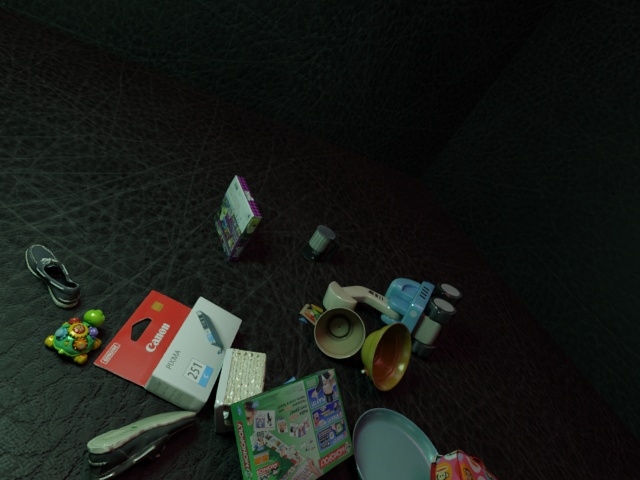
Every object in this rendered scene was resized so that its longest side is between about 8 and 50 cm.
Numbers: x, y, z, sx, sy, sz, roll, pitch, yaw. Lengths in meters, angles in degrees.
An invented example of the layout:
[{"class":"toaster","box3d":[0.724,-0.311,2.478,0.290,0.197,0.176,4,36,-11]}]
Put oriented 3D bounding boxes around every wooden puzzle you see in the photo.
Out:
[{"class":"wooden puzzle","box3d":[-0.031,0.255,1.490,0.078,0.014,0.116,33,28,-3]}]

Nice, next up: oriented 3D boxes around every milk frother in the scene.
[{"class":"milk frother","box3d":[0.000,0.000,1.791,0.129,0.135,0.143,16,33,-33]}]

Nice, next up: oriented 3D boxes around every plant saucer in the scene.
[{"class":"plant saucer","box3d":[0.212,0.613,1.166,0.317,0.044,0.318,27,29,-16]}]

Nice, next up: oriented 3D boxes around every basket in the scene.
[{"class":"basket","box3d":[-0.187,0.358,1.025,0.103,0.113,0.167,6,34,-4]}]

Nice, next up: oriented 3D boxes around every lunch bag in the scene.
[{"class":"lunch bag","box3d":[0.409,0.690,1.114,0.293,0.120,0.258,44,29,-17]}]

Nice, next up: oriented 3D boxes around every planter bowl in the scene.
[{"class":"planter bowl","box3d":[0.193,0.357,1.364,0.090,0.217,0.217,9,6,42]},{"class":"planter bowl","box3d":[0.063,0.292,1.408,0.162,0.162,0.109,36,1,2]}]

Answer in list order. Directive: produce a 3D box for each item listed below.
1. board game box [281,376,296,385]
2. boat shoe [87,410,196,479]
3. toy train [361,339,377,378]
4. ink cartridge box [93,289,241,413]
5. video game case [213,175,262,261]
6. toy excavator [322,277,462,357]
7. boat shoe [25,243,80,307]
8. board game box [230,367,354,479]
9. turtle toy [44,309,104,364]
[{"class":"board game box","box3d":[-0.056,0.472,1.098,0.211,0.039,0.160,45,30,20]},{"class":"boat shoe","box3d":[-0.352,0.405,0.868,0.233,0.084,0.079,-1,82,-58]},{"class":"toy train","box3d":[0.177,0.394,1.464,0.125,0.046,0.166,14,34,-34]},{"class":"ink cartridge box","box3d":[-0.363,0.250,1.084,0.261,0.066,0.296,31,28,-10]},{"class":"video game case","box3d":[-0.298,-0.079,1.512,0.041,0.210,0.232,11,35,-38]},{"class":"toy excavator","box3d":[0.274,0.255,1.667,0.445,0.222,0.433,27,26,16]},{"class":"boat shoe","box3d":[-0.651,0.071,1.051,0.206,0.065,0.075,45,30,19]},{"class":"board game box","box3d":[-0.051,0.433,0.973,0.317,0.046,0.214,2,72,-52]},{"class":"turtle toy","box3d":[-0.538,0.207,0.960,0.095,0.066,0.130,32,28,-6]}]
